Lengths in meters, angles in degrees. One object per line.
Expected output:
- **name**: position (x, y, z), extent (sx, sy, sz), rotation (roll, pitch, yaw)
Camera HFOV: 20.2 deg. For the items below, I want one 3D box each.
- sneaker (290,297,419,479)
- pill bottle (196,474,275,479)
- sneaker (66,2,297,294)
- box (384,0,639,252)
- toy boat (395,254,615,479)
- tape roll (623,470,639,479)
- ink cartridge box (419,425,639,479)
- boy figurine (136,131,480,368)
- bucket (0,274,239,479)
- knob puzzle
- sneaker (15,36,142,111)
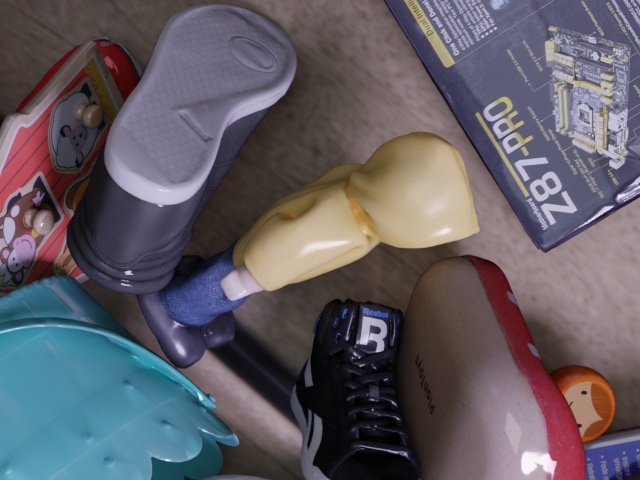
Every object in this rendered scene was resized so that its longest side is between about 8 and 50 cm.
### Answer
- **sneaker**: position (0.030, 0.112, 1.339), extent (0.079, 0.217, 0.121), rotation (8, 110, -19)
- **pill bottle**: position (-0.073, 0.332, 1.363), extent (0.162, 0.162, 0.278), rotation (21, 110, 9)
- **sneaker**: position (-0.112, -0.071, 1.374), extent (0.104, 0.295, 0.147), rotation (30, 126, -1)
- **box**: position (0.203, -0.235, 1.382), extent (0.318, 0.097, 0.395), rotation (-32, 85, 6)
- **toy boat**: position (0.150, 0.121, 1.341), extent (0.151, 0.231, 0.151), rotation (5, 125, -17)
- **tape roll**: position (0.289, 0.267, 1.312), extent (0.219, 0.072, 0.219), rotation (0, 89, 10)
- **ink cartridge box**: position (0.183, 0.246, 1.395), extent (0.371, 0.069, 0.175), rotation (-12, 87, 11)
- **boy figurine**: position (0.000, 0.000, 1.368), extent (0.285, 0.177, 0.092), rotation (-25, 93, 29)
- **bucket**: position (-0.223, 0.170, 1.365), extent (0.281, 0.281, 0.183), rotation (-43, 80, 6)
- **knob puzzle**: position (-0.198, -0.028, 1.370), extent (0.030, 0.213, 0.213), rotation (22, 93, 27)
- **sneaker**: position (-0.238, -0.041, 1.438), extent (0.107, 0.118, 0.279), rotation (37, 95, 7)
